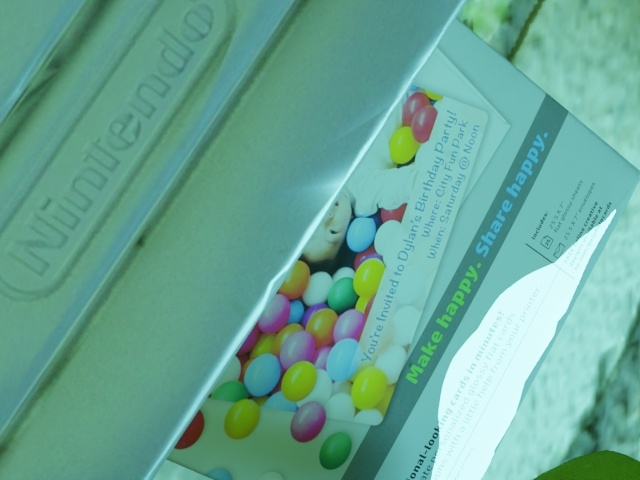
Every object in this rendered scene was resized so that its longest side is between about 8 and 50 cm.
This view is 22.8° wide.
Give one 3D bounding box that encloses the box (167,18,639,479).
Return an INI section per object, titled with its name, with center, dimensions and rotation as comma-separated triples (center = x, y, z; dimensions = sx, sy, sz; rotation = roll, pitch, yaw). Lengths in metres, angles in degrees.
[box]
center = 0.000, 0.000, 0.449
dimensions = 0.186, 0.038, 0.145
rotation = 32, 85, -40

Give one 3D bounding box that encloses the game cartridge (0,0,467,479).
[game cartridge]
center = -0.095, -0.058, 0.312
dimensions = 0.230, 0.068, 0.355
rotation = 37, 82, -25

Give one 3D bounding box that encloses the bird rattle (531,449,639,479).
[bird rattle]
center = -0.009, 0.154, 0.389
dimensions = 0.253, 0.207, 0.143
rotation = -15, 91, -45
